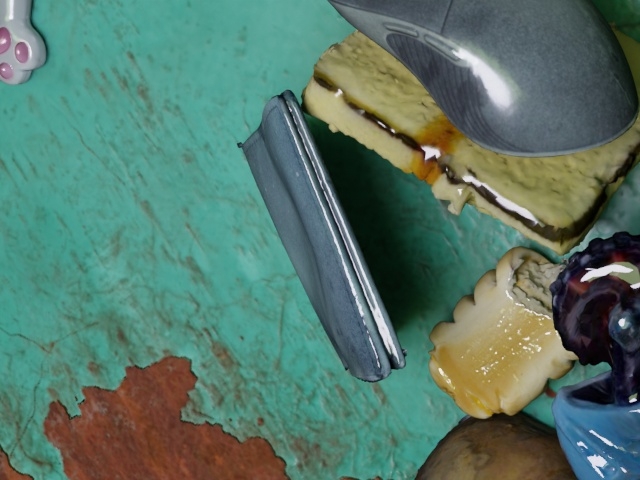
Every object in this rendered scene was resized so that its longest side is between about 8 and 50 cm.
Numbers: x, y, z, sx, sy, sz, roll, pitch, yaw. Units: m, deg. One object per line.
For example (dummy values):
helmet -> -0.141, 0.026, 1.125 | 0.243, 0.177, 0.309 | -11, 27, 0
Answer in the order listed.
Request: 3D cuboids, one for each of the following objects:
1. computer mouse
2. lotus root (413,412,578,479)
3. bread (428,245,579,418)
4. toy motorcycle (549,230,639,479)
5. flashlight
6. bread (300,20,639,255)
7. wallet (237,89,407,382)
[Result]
computer mouse -> 0.099, -0.206, 1.062 | 0.379, 0.167, 0.090 | 37, 146, 18
lotus root -> 0.182, 0.305, 1.225 | 0.272, 0.192, 0.272 | 3, 99, 16
bread -> 0.179, 0.085, 1.220 | 0.119, 0.084, 0.177 | 48, 115, 4
toy motorcycle -> 0.373, 0.150, 1.116 | 0.416, 0.172, 0.232 | 20, 111, 1
flashlight -> -0.330, -0.264, 1.381 | 0.093, 0.047, 0.201 | 12, 106, 21
bread -> 0.147, -0.121, 1.106 | 0.263, 0.236, 0.198 | 33, 112, 13
wallet -> -0.001, 0.001, 1.184 | 0.054, 0.290, 0.251 | -25, 88, -4
